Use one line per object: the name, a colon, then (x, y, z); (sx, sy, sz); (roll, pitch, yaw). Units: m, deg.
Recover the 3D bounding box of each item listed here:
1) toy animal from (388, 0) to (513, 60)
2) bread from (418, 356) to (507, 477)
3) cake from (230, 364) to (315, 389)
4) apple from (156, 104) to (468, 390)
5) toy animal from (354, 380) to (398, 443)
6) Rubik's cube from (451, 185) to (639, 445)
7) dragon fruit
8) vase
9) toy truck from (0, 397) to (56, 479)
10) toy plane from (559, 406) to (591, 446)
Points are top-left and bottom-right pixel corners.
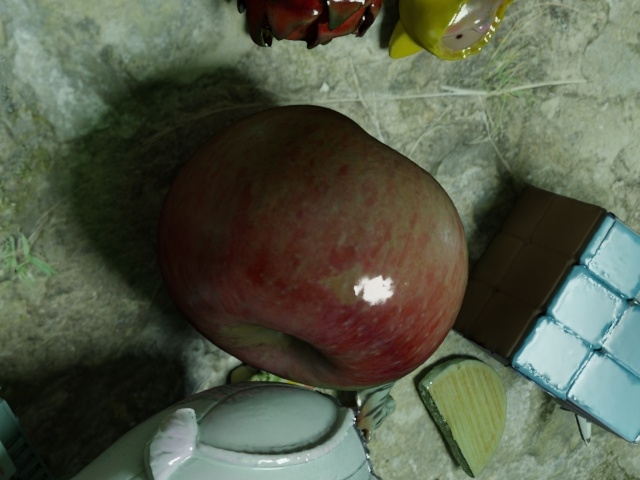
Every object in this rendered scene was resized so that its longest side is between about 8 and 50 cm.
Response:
toy animal: (0.128, -0.304, 1.633); (0.156, 0.156, 0.230); (-38, 140, -18)
bread: (0.201, 0.220, 2.001); (0.112, 0.036, 0.193); (-44, 128, -20)
cake: (-0.093, 0.220, 1.767); (0.109, 0.090, 0.225); (45, 62, -40)
apple: (0.000, 0.000, 1.559); (0.345, 0.345, 0.269); (41, 60, -42)
toy animal: (0.080, 0.123, 1.827); (0.170, 0.090, 0.255); (-34, 125, -17)
Rubik's cube: (0.330, 0.092, 1.877); (0.231, 0.221, 0.224); (34, 88, -22)
dragon fruit: (-0.004, -0.285, 1.507); (0.182, 0.182, 0.188); (-35, 129, -21)
vase: (-0.163, 0.282, 1.482); (0.445, 0.250, 0.250); (-13, 118, -43)
toy truck: (-0.360, 0.273, 1.524); (0.184, 0.133, 0.338); (-43, 134, -28)
toy plane: (0.345, 0.166, 2.056); (0.160, 0.082, 0.234); (-11, 106, -44)
